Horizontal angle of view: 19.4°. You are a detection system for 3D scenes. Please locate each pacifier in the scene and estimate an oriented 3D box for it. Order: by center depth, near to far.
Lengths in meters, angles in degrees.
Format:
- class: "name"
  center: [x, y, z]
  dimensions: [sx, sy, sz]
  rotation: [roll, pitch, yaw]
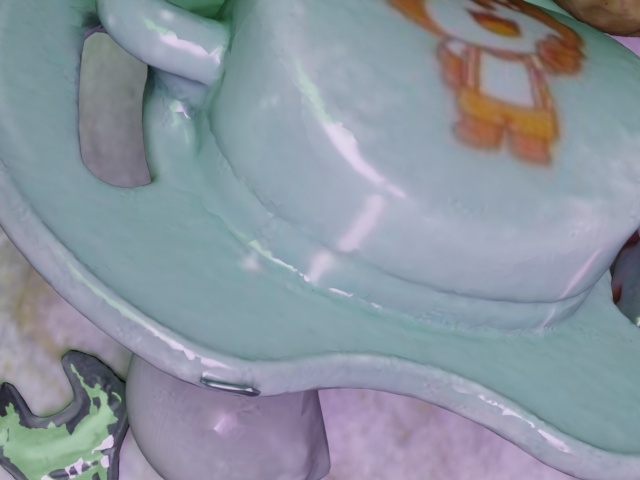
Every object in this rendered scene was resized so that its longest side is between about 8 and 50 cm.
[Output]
- class: "pacifier"
  center: [0.000, 0.000, 0.763]
  dimensions: [0.343, 0.269, 0.288]
  rotation: [20, 42, -21]

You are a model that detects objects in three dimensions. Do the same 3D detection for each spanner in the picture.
- class: "spanner"
  center: [-0.090, 0.196, 0.824]
  dimensions: [0.071, 0.017, 0.302]
  rotation: [-14, 78, -2]

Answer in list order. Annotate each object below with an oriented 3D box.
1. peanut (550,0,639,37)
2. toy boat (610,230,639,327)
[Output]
- class: "peanut"
  center: [0.206, -0.154, 0.832]
  dimensions: [0.253, 0.137, 0.122]
  rotation: [-6, 111, 8]
- class: "toy boat"
  center: [0.210, -0.003, 0.835]
  dimensions: [0.134, 0.079, 0.207]
  rotation: [31, 82, 9]
